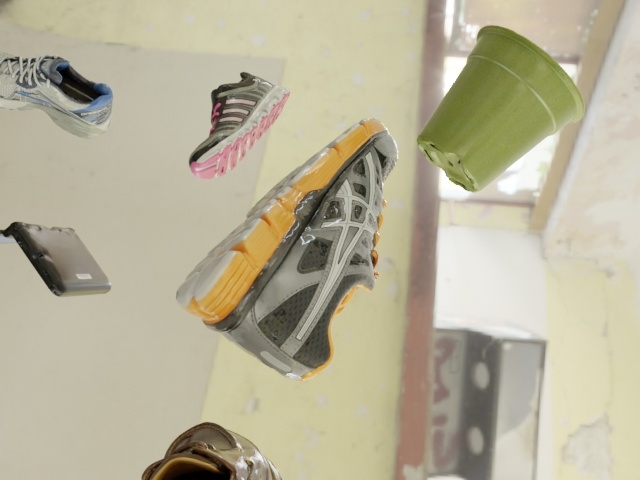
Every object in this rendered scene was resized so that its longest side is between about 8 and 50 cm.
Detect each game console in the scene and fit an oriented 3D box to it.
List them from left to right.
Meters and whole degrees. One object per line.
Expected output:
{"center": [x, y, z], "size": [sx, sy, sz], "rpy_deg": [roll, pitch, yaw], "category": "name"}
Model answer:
{"center": [-0.259, 0.021, 0.749], "size": [0.107, 0.071, 0.122], "rpy_deg": [54, 4, 5], "category": "game console"}

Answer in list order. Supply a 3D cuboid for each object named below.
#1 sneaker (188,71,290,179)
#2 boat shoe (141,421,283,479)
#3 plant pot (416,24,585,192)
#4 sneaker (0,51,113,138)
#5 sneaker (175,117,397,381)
{"center": [-0.110, -0.140, 0.997], "size": [0.170, 0.075, 0.063], "rpy_deg": [-51, 172, -31], "category": "sneaker"}
{"center": [-0.055, 0.124, 0.410], "size": [0.060, 0.064, 0.178], "rpy_deg": [59, -5, -15], "category": "boat shoe"}
{"center": [0.103, -0.074, 0.518], "size": [0.079, 0.083, 0.083], "rpy_deg": [-48, 170, -5], "category": "plant pot"}
{"center": [-0.238, -0.138, 0.715], "size": [0.058, 0.135, 0.052], "rpy_deg": [-43, -145, 52], "category": "sneaker"}
{"center": [0.000, 0.000, 0.498], "size": [0.084, 0.083, 0.215], "rpy_deg": [-37, -170, 42], "category": "sneaker"}
